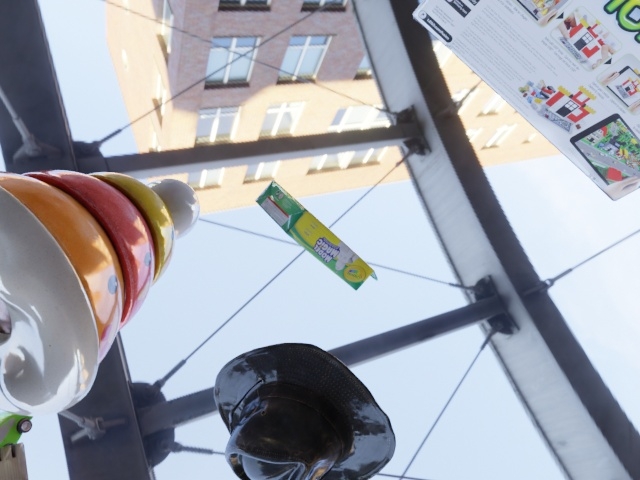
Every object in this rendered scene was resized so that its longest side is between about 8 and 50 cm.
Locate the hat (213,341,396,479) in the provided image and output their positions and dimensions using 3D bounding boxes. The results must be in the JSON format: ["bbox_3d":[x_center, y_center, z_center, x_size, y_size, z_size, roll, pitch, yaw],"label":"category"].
[{"bbox_3d":[-0.058,0.321,0.830,0.331,0.331,0.134,38,-146,4],"label":"hat"}]

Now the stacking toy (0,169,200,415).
[{"bbox_3d":[-0.347,-0.003,0.826,0.351,0.350,0.480,39,-146,4],"label":"stacking toy"}]

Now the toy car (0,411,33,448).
[{"bbox_3d":[-0.483,0.257,0.856,0.053,0.239,0.225,52,-142,-34],"label":"toy car"}]

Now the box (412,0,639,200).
[{"bbox_3d":[0.176,-0.128,0.351,0.207,0.114,0.036,40,-129,-7],"label":"box"}]

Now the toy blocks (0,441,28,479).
[{"bbox_3d":[-0.484,0.282,0.601,0.382,0.191,0.260,-19,-104,17],"label":"toy blocks"}]

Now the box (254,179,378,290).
[{"bbox_3d":[0.000,0.000,0.704,0.179,0.043,0.105,38,-177,-40],"label":"box"}]
